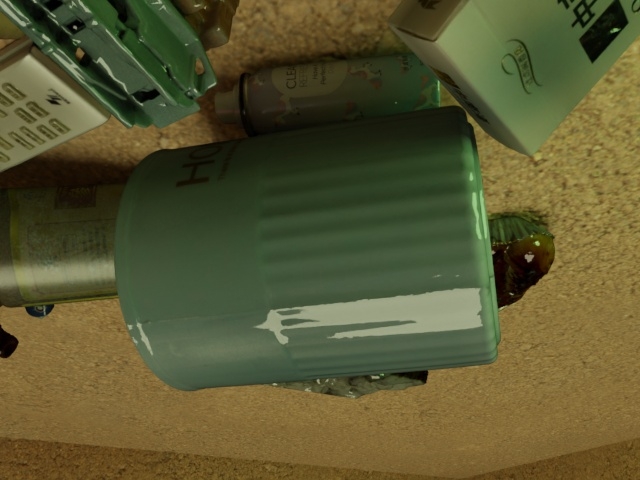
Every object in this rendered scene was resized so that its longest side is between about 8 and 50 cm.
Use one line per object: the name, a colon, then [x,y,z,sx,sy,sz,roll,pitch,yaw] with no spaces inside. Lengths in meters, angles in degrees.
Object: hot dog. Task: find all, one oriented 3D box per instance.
hot dog: [0.278,0.056,0.901,0.163,0.081,0.270,0,149,2]

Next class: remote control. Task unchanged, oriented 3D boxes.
remote control: [-0.371,-0.132,0.619,0.278,0.055,0.103,-16,144,24]

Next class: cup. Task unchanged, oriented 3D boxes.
cup: [0.016,0.017,0.587,0.312,0.256,0.331,-7,169,16]

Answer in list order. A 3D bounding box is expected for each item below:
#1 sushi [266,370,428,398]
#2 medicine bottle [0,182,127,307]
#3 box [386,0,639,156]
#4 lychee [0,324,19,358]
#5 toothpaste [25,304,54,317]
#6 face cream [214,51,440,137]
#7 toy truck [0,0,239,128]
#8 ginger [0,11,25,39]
sushi: [0.024,0.172,0.981,0.349,0.207,0.234,-5,160,19]
medicine bottle: [-0.334,0.005,0.706,0.323,0.151,0.151,-4,149,-15]
box: [0.181,-0.200,0.397,0.155,0.067,0.243,33,102,-38]
lychee: [-0.638,0.142,0.829,0.331,0.305,0.306,11,148,-40]
toothpaste: [-0.493,0.068,0.953,0.069,0.047,0.268,19,141,-6]
face cream: [0.006,-0.148,0.577,0.230,0.075,0.075,-5,148,6]
toy truck: [-0.185,-0.231,0.341,0.133,0.184,0.338,-15,145,20]
ginger: [-0.318,-0.230,0.445,0.123,0.115,0.193,5,163,34]
